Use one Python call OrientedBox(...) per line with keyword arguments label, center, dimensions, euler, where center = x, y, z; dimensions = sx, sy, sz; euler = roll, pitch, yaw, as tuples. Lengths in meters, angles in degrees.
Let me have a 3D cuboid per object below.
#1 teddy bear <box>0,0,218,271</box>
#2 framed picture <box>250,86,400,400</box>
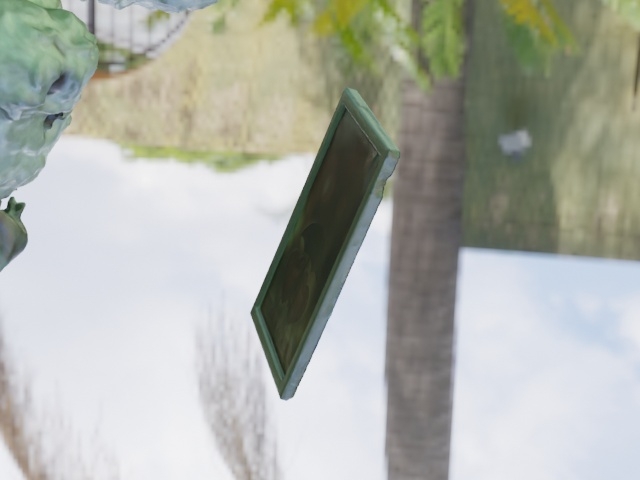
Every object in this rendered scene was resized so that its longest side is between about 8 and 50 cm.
OrientedBox(label="teddy bear", center=(-0.167, -0.165, 0.931), dimensions=(0.375, 0.362, 0.327), euler=(-14, 166, 28))
OrientedBox(label="framed picture", center=(0.000, 0.000, 1.593), dimensions=(0.020, 0.289, 0.211), euler=(18, -162, -19))
